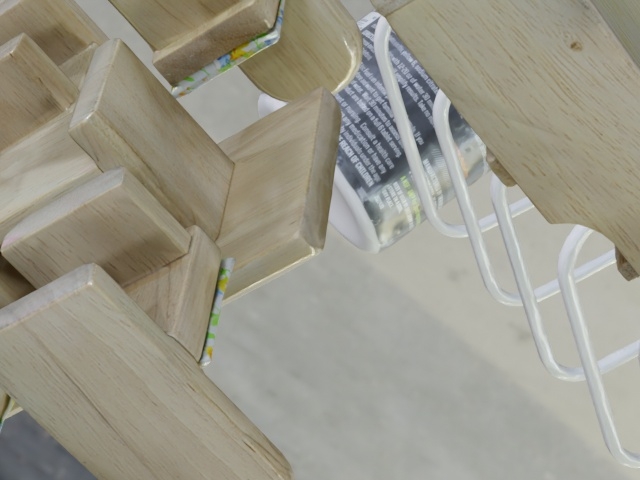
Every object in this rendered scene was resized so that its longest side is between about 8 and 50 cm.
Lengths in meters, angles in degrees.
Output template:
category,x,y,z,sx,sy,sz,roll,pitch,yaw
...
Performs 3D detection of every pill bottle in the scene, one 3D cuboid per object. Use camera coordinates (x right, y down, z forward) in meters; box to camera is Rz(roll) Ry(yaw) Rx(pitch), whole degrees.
category,x,y,z,sx,sy,sz,roll,pitch,yaw
pill bottle,0.092,-0.111,1.193,0.130,0.246,0.130,51,170,13

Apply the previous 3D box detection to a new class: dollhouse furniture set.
category,x,y,z,sx,sy,sz,roll,pitch,yaw
dollhouse furniture set,0.000,0.000,0.543,0.242,0.212,0.161,-28,121,25

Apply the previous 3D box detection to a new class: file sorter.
category,x,y,z,sx,sy,sz,roll,pitch,yaw
file sorter,0.171,-0.017,0.899,0.277,0.173,0.193,55,170,46
